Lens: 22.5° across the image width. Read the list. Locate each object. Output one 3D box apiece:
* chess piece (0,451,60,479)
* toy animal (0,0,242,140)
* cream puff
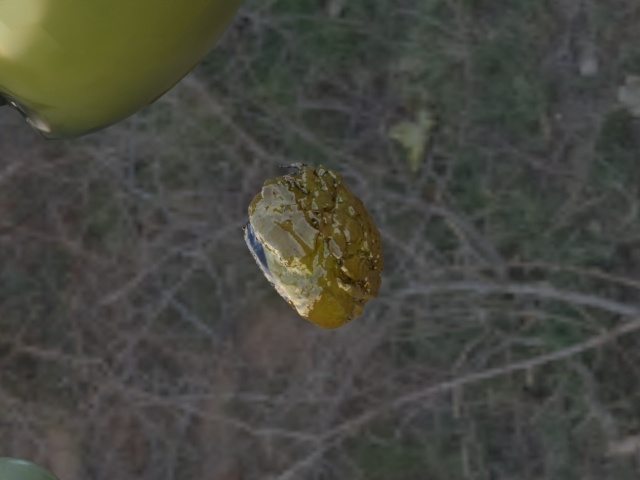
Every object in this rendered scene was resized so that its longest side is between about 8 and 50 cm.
[{"bbox_3d":[-0.359,0.243,1.485,0.330,0.182,0.182,7,95,43],"label":"chess piece"},{"bbox_3d":[-0.121,-0.117,0.516,0.338,0.216,0.191,-36,80,7],"label":"toy animal"},{"bbox_3d":[0.000,0.000,1.802,0.129,0.189,0.189,-35,53,9],"label":"cream puff"}]
